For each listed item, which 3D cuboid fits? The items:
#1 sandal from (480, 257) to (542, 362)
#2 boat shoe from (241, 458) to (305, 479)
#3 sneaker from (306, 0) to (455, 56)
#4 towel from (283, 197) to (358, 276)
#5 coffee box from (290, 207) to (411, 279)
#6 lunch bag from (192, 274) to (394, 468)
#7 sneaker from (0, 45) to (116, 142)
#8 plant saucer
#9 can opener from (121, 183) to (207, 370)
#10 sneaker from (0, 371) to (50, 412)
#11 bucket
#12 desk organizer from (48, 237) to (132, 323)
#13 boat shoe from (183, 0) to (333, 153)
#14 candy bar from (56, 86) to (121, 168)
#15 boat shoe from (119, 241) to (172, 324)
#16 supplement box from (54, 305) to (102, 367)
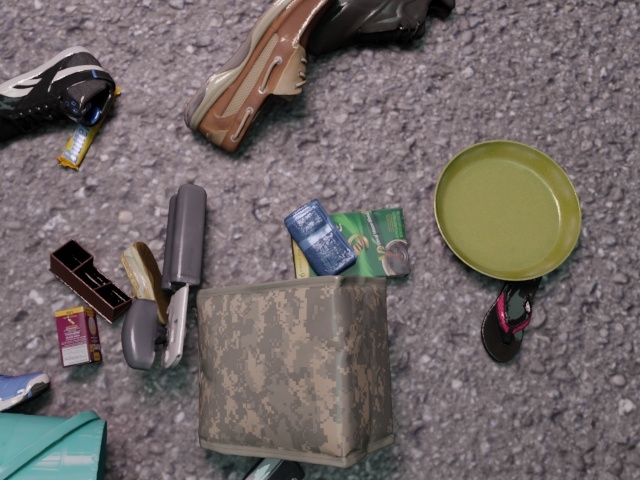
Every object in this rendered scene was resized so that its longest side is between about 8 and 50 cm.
[{"bbox_3d":[0.310,0.108,0.897,0.067,0.040,0.179,24,79,1],"label":"sandal"},{"bbox_3d":[-0.112,0.401,0.801,0.076,0.080,0.228,42,72,6],"label":"boat shoe"},{"bbox_3d":[0.107,-0.381,0.946,0.286,0.109,0.130,-32,91,-6],"label":"sneaker"},{"bbox_3d":[0.000,0.000,0.859,0.067,0.029,0.119,-34,83,-8],"label":"towel"},{"bbox_3d":[0.046,0.012,0.897,0.184,0.040,0.113,-5,80,-4],"label":"coffee box"},{"bbox_3d":[-0.056,0.174,0.788,0.287,0.169,0.235,-7,82,31],"label":"lunch bag"},{"bbox_3d":[-0.422,-0.203,0.872,0.217,0.079,0.121,-41,71,-7],"label":"sneaker"},{"bbox_3d":[0.302,-0.048,0.920,0.241,0.037,0.240,1,73,-2],"label":"plant saucer"},{"bbox_3d":[-0.226,0.046,0.817,0.095,0.076,0.283,13,63,-30],"label":"can opener"},{"bbox_3d":[-0.500,0.218,0.802,0.211,0.080,0.081,-13,82,-7],"label":"sneaker"},{"bbox_3d":[-0.371,0.343,0.691,0.183,0.281,0.280,5,79,-18],"label":"bucket"},{"bbox_3d":[-0.346,0.060,0.849,0.130,0.050,0.047,40,51,4],"label":"desk organizer"},{"bbox_3d":[-0.074,-0.273,0.884,0.116,0.123,0.324,43,105,-8],"label":"boat shoe"},{"bbox_3d":[-0.380,-0.188,0.917,0.040,0.018,0.161,23,78,1],"label":"candy bar"},{"bbox_3d":[-0.269,0.070,0.866,0.045,0.050,0.135,-24,83,16],"label":"boat shoe"},{"bbox_3d":[-0.361,0.144,0.838,0.043,0.055,0.083,-11,81,-6],"label":"supplement box"}]
